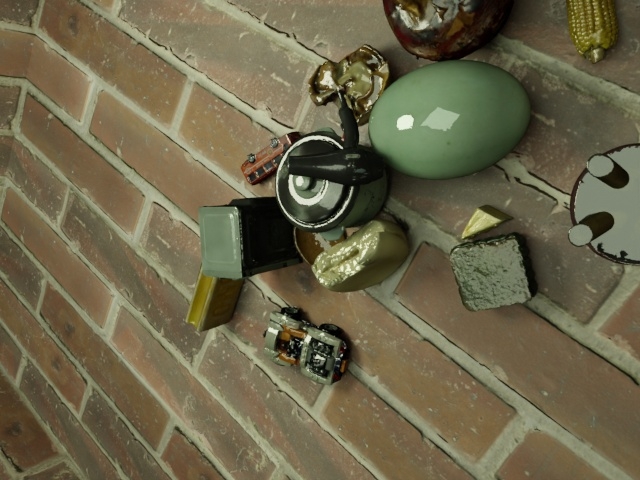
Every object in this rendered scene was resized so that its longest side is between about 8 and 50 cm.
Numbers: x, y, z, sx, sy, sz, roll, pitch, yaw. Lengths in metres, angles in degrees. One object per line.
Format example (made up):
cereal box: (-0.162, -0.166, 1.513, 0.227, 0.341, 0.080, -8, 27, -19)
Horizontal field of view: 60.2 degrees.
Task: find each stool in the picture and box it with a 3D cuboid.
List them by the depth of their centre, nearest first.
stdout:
stool: (0.657, -0.072, 1.156, 0.272, 0.178, 0.272, 5, 99, 32)

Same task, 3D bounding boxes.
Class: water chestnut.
water chestnut: (0.266, -0.580, 1.256, 0.335, 0.347, 0.335, 8, 103, 41)

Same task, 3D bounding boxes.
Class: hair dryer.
hair dryer: (0.034, -0.255, 1.351, 0.236, 0.091, 0.271, 1, 62, -2)

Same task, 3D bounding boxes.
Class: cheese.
cheese: (0.115, 0.047, 1.521, 0.266, 0.233, 0.127, -39, 65, 29)

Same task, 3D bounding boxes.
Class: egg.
egg: (0.296, -0.283, 1.314, 0.389, 0.276, 0.276, -4, 94, 32)

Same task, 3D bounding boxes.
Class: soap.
soap: (-0.348, 0.163, 1.881, 0.089, 0.173, 0.274, 30, 112, 26)

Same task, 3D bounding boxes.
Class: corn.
corn: (0.586, -0.515, 1.198, 0.097, 0.097, 0.261, -7, 90, 35)

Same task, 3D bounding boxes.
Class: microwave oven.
microwave oven: (-0.199, -0.012, 1.680, 0.181, 0.295, 0.237, 3, 98, 35)

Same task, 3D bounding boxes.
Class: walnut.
walnut: (0.104, -0.424, 1.514, 0.238, 0.141, 0.204, 34, 102, 27)

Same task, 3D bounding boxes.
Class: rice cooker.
rice cooker: (0.028, -0.151, 1.501, 0.264, 0.317, 0.316, -1, 96, 32)

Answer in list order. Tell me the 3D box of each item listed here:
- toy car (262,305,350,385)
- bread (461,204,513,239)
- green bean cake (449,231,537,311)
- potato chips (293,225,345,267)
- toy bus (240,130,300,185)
toy car: (-0.046, 0.332, 1.735, 0.301, 0.118, 0.193, 20, 105, 30)
bread: (0.412, -0.028, 1.387, 0.080, 0.084, 0.109, 36, 115, 27)
green bean cake: (0.434, 0.076, 1.381, 0.181, 0.094, 0.173, -17, 88, 34)
potato chips: (0.000, 0.000, 1.682, 0.150, 0.049, 0.201, -40, 84, 15)
toy bus: (-0.152, -0.262, 1.755, 0.235, 0.073, 0.096, -25, 91, 35)
